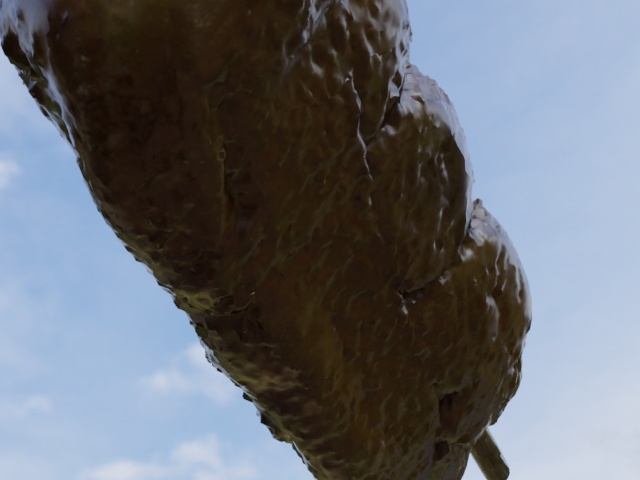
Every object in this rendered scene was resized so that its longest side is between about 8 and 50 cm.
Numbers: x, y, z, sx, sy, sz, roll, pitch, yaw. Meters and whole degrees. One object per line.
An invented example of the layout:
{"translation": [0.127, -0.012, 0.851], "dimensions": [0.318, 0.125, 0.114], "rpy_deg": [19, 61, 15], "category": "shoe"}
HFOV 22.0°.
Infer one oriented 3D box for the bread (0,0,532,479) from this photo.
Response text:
{"translation": [0.002, 0.001, 0.548], "dimensions": [0.124, 0.084, 0.344], "rpy_deg": [-51, -39, -15], "category": "bread"}
